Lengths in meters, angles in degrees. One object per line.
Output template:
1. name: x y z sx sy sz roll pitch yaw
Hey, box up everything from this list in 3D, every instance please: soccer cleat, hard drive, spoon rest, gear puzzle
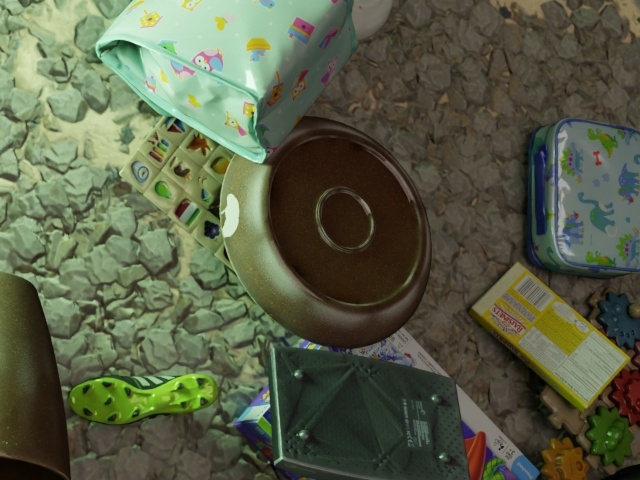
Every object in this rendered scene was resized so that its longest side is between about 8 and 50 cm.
1. soccer cleat: -0.212 0.191 1.843 0.178 0.072 0.060 -3 83 -5
2. hard drive: 0.054 0.224 1.847 0.254 0.054 0.172 12 50 -23
3. spoon rest: 0.015 -0.402 2.053 0.137 0.084 0.276 -28 108 -26
4. gear puzzle: 0.388 0.215 2.100 0.175 0.044 0.339 48 53 -11

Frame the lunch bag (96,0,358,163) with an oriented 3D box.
1. lunch bag: -0.119 -0.253 1.896 0.262 0.160 0.223 27 64 20

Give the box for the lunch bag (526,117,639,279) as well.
1. lunch bag: 0.374 -0.060 2.152 0.176 0.090 0.219 5 79 -26

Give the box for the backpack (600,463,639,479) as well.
1. backpack: 0.438 0.410 2.092 0.152 0.115 0.182 -14 91 -30

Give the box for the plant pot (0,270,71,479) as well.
1. plant pot: -0.377 0.158 1.701 0.215 0.215 0.230 13 62 -24

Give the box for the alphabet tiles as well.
1. alphabet tiles: -0.117 -0.110 1.967 0.198 0.009 0.237 41 66 -14

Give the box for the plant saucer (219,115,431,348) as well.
1. plant saucer: 0.022 -0.019 1.916 0.310 0.050 0.311 12 66 -29

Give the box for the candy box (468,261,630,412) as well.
1. candy box: 0.312 0.130 2.081 0.206 0.027 0.105 42 66 12

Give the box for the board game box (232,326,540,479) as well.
1. board game box: 0.090 0.269 1.965 0.347 0.078 0.233 46 65 -12
